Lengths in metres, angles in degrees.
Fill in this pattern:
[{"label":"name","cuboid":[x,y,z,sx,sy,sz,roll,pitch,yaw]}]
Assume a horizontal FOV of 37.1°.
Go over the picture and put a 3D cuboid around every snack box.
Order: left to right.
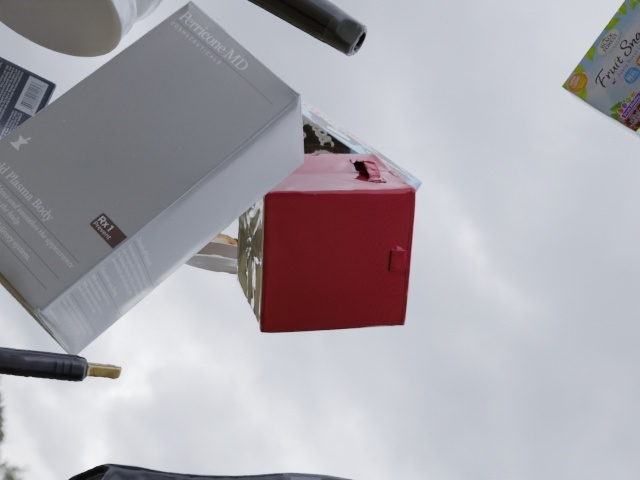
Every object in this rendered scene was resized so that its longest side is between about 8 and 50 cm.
[{"label":"snack box","cuboid":[0.012,-0.166,1.606,0.322,0.187,0.060,36,-78,10]},{"label":"snack box","cuboid":[0.541,-0.295,1.607,0.207,0.070,0.174,-54,-130,11]}]

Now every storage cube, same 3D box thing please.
[{"label":"storage cube","cuboid":[0.000,0.000,1.249,0.183,0.193,0.215,-126,-143,-65]}]

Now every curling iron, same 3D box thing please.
[{"label":"curling iron","cuboid":[-0.096,-0.163,0.506,0.274,0.035,0.068,26,-68,12]}]

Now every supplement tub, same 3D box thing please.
[{"label":"supplement tub","cuboid":[-0.245,-0.387,1.071,0.228,0.316,0.228,17,-26,9]}]

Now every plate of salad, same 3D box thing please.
[{"label":"plate of salad","cuboid":[-0.153,0.016,1.492,0.200,0.200,0.048,-16,-117,60]}]

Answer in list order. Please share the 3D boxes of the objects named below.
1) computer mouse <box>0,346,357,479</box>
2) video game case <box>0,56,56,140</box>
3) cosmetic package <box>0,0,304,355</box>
[{"label":"computer mouse","cuboid":[-0.077,0.124,0.427,0.184,0.262,0.060,-113,-146,-54]},{"label":"video game case","cuboid":[-0.460,-0.155,1.060,0.274,0.196,0.026,25,-25,-17]},{"label":"cosmetic package","cuboid":[-0.135,-0.046,0.687,0.127,0.238,0.107,41,-16,18]}]
